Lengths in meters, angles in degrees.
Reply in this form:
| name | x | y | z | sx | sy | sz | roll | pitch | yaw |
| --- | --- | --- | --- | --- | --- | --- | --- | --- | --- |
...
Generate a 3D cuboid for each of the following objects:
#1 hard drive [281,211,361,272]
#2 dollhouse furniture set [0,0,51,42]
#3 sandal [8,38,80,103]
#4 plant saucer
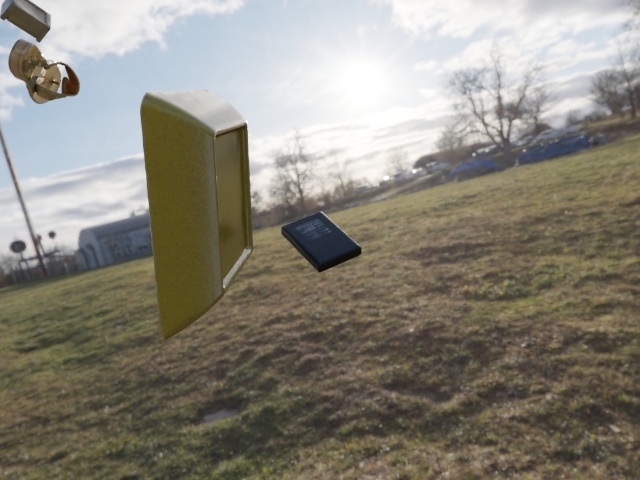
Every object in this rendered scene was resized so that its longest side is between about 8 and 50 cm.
| name | x | y | z | sx | sy | sz | roll | pitch | yaw |
| --- | --- | --- | --- | --- | --- | --- | --- | --- | --- |
| hard drive | 0.000 | 0.000 | 1.080 | 0.094 | 0.022 | 0.135 | -22 | 43 | -25 |
| dollhouse furniture set | -0.450 | -0.265 | 0.718 | 0.101 | 0.160 | 0.182 | -38 | -43 | 20 |
| sandal | -0.479 | -0.286 | 1.045 | 0.079 | 0.088 | 0.240 | 22 | -4 | -8 |
| plant saucer | -0.168 | -0.062 | 0.894 | 0.081 | 0.332 | 0.332 | 0 | 15 | 4 |
